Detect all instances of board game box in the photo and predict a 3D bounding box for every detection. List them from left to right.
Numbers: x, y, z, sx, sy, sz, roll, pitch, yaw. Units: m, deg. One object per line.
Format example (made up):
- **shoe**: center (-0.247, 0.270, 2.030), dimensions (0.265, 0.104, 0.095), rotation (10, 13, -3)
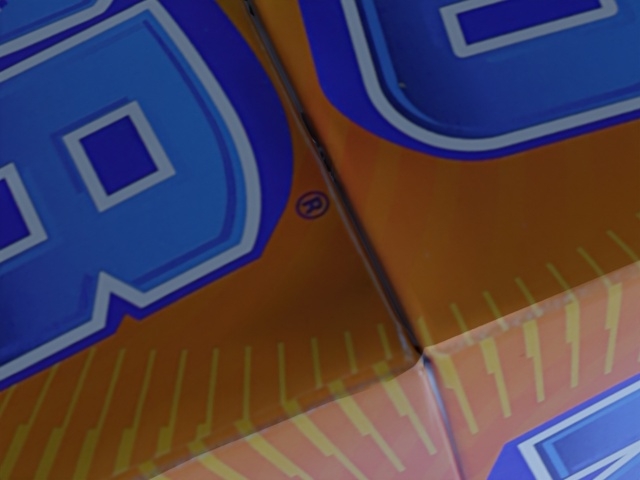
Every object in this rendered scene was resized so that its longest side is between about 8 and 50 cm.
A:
- **board game box**: center (0.000, 0.000, 0.587), dimensions (0.356, 0.356, 0.356), rotation (-23, 142, -3)
